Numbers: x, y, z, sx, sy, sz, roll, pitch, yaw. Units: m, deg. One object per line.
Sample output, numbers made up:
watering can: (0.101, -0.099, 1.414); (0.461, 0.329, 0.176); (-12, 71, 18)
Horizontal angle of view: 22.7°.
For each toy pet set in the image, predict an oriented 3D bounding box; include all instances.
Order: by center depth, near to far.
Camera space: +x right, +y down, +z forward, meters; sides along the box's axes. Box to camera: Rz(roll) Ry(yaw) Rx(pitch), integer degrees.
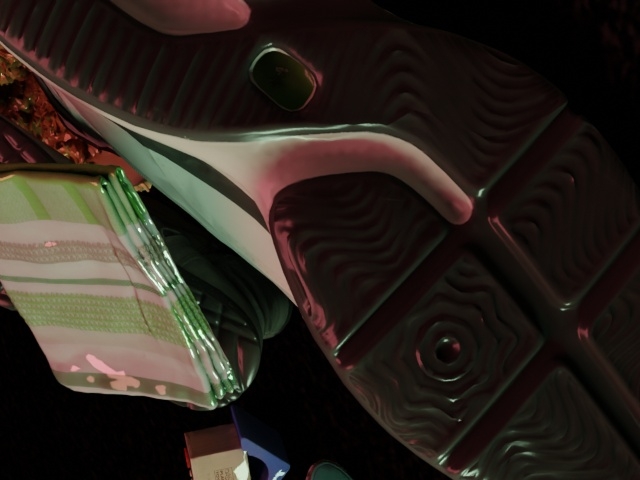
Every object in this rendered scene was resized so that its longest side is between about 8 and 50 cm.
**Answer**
toy pet set: (-0.063, 0.124, 1.099); (0.114, 0.065, 0.122); (-116, 16, -63)

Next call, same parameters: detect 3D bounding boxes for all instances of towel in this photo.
towel: (-0.115, 0.023, 0.772); (0.113, 0.023, 0.152); (1, 136, 29)

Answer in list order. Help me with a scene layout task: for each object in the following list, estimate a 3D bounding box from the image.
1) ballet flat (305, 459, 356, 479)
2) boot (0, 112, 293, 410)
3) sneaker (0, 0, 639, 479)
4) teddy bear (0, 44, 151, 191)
ballet flat: (0.024, 0.197, 1.052); (0.114, 0.041, 0.041); (55, 144, 4)
boot: (-0.129, -0.001, 0.910); (0.246, 0.161, 0.083); (38, 101, -5)
sneaker: (0.003, -0.045, 0.842); (0.447, 0.169, 0.257); (43, 177, -8)
teddy bear: (-0.206, -0.163, 1.012); (0.338, 0.113, 0.245); (49, 151, -2)
